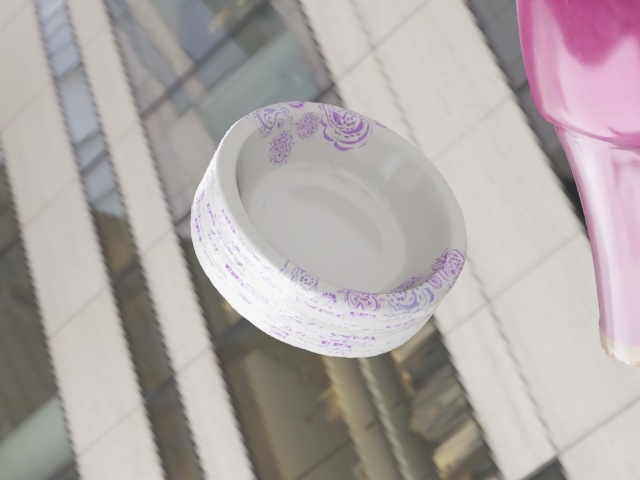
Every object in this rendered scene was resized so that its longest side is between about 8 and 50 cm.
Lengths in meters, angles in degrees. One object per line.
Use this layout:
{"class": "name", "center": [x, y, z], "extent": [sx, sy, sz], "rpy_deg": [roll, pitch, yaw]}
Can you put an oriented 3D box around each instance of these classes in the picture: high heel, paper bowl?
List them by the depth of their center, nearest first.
{"class": "high heel", "center": [0.253, -0.078, 0.485], "extent": [0.127, 0.377, 0.181], "rpy_deg": [-109, 6, -72]}
{"class": "paper bowl", "center": [0.000, 0.000, 1.662], "extent": [0.284, 0.148, 0.284], "rpy_deg": [15, -133, -17]}
